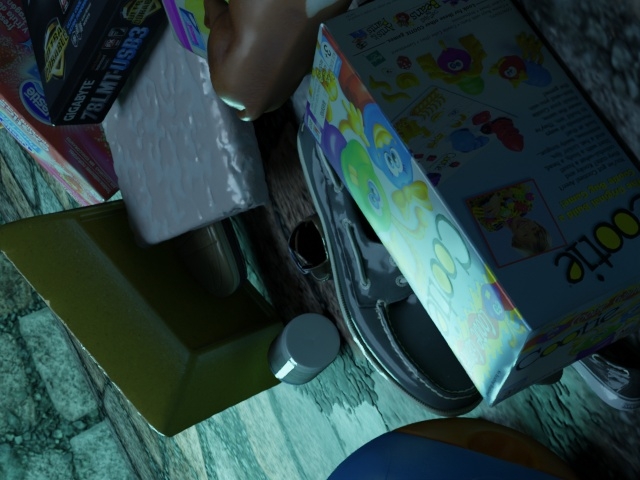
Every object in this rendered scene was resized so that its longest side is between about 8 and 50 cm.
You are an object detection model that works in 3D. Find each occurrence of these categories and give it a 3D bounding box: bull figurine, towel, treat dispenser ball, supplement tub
[{"bbox_3d":[-0.011,-0.232,1.204,0.310,0.101,0.188,-49,39,42],"label":"bull figurine"},{"bbox_3d":[-0.175,-0.171,1.727,0.317,0.053,0.331,-20,85,60],"label":"towel"},{"bbox_3d":[0.118,0.300,1.329,0.288,0.288,0.288,52,157,32],"label":"treat dispenser ball"},{"bbox_3d":[-0.021,0.131,1.819,0.071,0.071,0.107,62,161,7],"label":"supplement tub"}]

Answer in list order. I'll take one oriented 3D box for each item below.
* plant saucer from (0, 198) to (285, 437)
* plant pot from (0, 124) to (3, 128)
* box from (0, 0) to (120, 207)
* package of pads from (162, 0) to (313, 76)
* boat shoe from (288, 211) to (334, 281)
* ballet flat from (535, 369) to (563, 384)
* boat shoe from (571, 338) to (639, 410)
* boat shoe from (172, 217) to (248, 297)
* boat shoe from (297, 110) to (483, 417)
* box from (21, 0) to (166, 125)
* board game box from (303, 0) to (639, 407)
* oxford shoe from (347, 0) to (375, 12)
[{"bbox_3d":[-0.195,0.061,1.890,0.333,0.333,0.081,48,113,12],"label":"plant saucer"},{"bbox_3d":[-0.572,-0.335,2.415,0.203,0.291,0.290,-118,11,-64],"label":"plant pot"},{"bbox_3d":[-0.360,-0.197,2.059,0.300,0.142,0.154,47,164,-10],"label":"box"},{"bbox_3d":[-0.094,-0.301,1.427,0.229,0.101,0.296,35,145,56],"label":"package of pads"},{"bbox_3d":[0.000,0.000,1.604,0.066,0.066,0.183,59,160,18],"label":"boat shoe"},{"bbox_3d":[0.135,0.030,1.269,0.213,0.072,0.068,47,131,11],"label":"ballet flat"},{"bbox_3d":[0.209,0.075,1.191,0.142,0.049,0.040,47,135,39],"label":"boat shoe"},{"bbox_3d":[-0.149,-0.069,1.879,0.103,0.092,0.285,-41,72,50],"label":"boat shoe"},{"bbox_3d":[0.068,0.008,1.365,0.099,0.116,0.319,126,122,-73],"label":"boat shoe"},{"bbox_3d":[-0.267,-0.326,1.705,0.295,0.073,0.293,-47,56,53],"label":"box"},{"bbox_3d":[0.121,-0.044,1.114,0.275,0.144,0.142,58,160,21],"label":"board game box"},{"bbox_3d":[0.069,-0.097,1.264,0.227,0.096,0.082,55,157,22],"label":"oxford shoe"}]
